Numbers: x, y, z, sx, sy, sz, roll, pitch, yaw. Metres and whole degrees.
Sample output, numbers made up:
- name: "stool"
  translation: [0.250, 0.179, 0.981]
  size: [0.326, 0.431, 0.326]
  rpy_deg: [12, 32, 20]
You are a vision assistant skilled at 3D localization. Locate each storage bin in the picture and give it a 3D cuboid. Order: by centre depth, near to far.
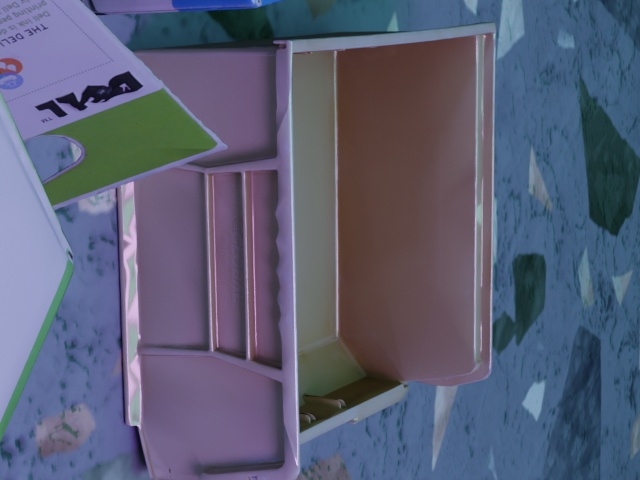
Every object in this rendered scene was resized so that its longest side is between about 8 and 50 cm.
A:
- name: "storage bin"
  translation: [0.000, 0.000, 1.038]
  size: [0.262, 0.123, 0.260]
  rpy_deg: [-17, 109, -59]

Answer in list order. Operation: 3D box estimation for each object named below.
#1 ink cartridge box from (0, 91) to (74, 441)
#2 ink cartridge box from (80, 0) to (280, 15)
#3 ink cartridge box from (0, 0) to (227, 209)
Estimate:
- name: "ink cartridge box"
  translation: [-0.236, 0.032, 0.463]
  size: [0.115, 0.273, 0.198]
  rpy_deg: [78, 29, -61]
- name: "ink cartridge box"
  translation: [-0.078, -0.154, 0.808]
  size: [0.139, 0.190, 0.082]
  rpy_deg: [-28, 117, -57]
- name: "ink cartridge box"
  translation: [-0.177, -0.101, 0.631]
  size: [0.255, 0.189, 0.097]
  rpy_deg: [47, 30, -53]
